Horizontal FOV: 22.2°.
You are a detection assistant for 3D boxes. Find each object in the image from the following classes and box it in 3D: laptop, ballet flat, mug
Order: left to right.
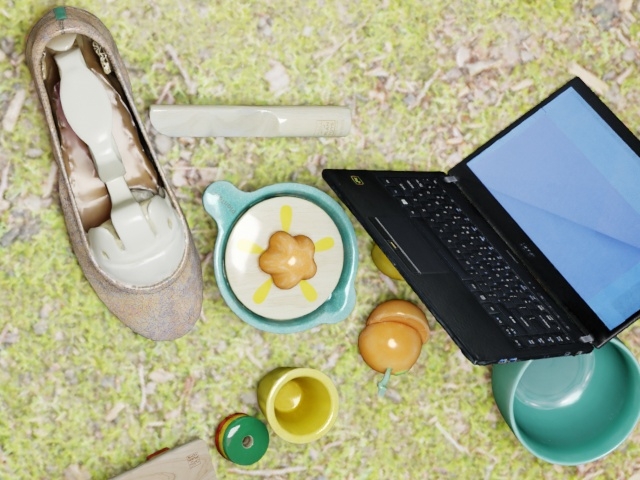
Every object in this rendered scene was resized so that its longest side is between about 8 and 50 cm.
[{"bbox_3d":[-0.184,-0.051,1.430,0.107,0.106,0.316,-24,99,-8],"label":"ballet flat"},{"bbox_3d":[0.181,-0.026,1.418,0.264,0.234,0.136,-1,133,-46],"label":"laptop"},{"bbox_3d":[0.231,0.119,1.511,0.129,0.097,0.158,31,99,-17],"label":"mug"}]

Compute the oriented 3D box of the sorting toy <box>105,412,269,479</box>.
[{"bbox_3d":[-0.161,0.263,1.476,0.274,0.046,0.132,-24,108,-26],"label":"sorting toy"}]

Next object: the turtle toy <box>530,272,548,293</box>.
[{"bbox_3d":[0.260,0.020,1.530,0.130,0.066,0.095,19,92,-11],"label":"turtle toy"}]

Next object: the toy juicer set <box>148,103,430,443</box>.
[{"bbox_3d":[0.000,0.000,1.460,0.209,0.089,0.329,-23,102,-16],"label":"toy juicer set"}]
